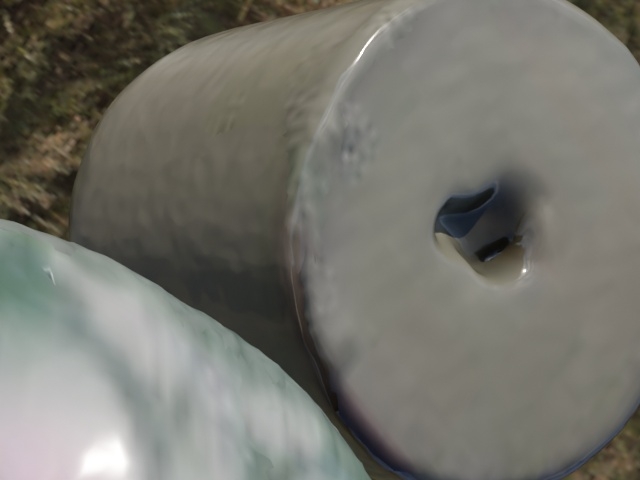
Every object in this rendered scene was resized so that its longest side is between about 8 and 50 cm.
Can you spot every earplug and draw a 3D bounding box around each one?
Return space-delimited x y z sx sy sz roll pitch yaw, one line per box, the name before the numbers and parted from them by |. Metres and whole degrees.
earplug | 0.000 0.000 1.029 0.312 0.394 0.313 0 90 -36

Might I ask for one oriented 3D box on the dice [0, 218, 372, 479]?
dice | -0.152 0.218 0.490 0.330 0.348 0.328 -31 134 27
